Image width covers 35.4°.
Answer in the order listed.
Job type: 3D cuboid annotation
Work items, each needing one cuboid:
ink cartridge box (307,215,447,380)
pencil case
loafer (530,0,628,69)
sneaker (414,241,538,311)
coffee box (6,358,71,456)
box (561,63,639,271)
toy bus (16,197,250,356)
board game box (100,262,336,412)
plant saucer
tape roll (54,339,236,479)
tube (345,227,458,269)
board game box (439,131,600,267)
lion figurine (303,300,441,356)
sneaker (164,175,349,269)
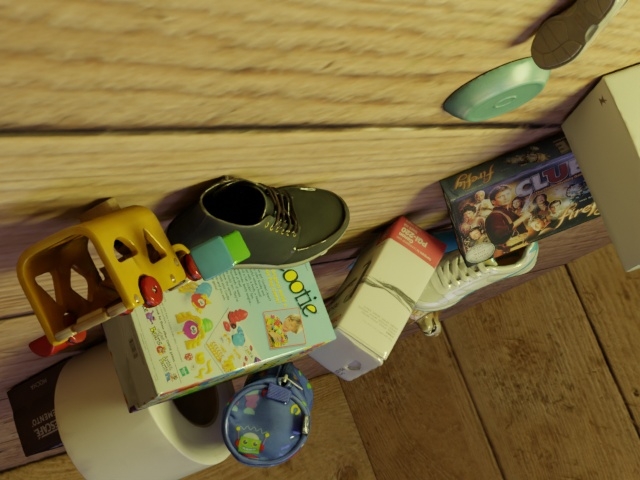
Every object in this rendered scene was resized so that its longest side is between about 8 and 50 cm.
[{"bbox_3d":[0.081,0.090,1.516,0.218,0.092,0.158,-60,-173,-27],"label":"ink cartridge box"},{"bbox_3d":[-0.072,0.250,1.497,0.133,0.119,0.306,-63,179,-1],"label":"pencil case"},{"bbox_3d":[0.232,-0.190,0.874,0.039,0.045,0.125,-23,168,-28],"label":"loafer"},{"bbox_3d":[0.238,0.041,1.606,0.228,0.087,0.092,-24,162,0],"label":"sneaker"},{"bbox_3d":[-0.365,0.267,1.739,0.168,0.119,0.297,-27,168,31],"label":"coffee box"},{"bbox_3d":[0.511,-0.128,1.225,0.345,0.215,0.168,-19,169,-8],"label":"box"},{"bbox_3d":[-0.184,0.017,0.913,0.191,0.104,0.202,-28,-176,-27],"label":"toy bus"},{"bbox_3d":[-0.144,0.125,1.405,0.275,0.144,0.142,-14,168,-30],"label":"board game box"},{"bbox_3d":[0.185,-0.150,1.026,0.119,0.021,0.119,-21,168,-4],"label":"plant saucer"},{"bbox_3d":[-0.262,0.254,1.543,0.169,0.246,0.246,-26,168,23],"label":"tape roll"},{"bbox_3d":[0.147,0.017,1.699,0.207,0.052,0.080,-10,156,-23],"label":"tube"},{"bbox_3d":[0.300,-0.065,1.405,0.243,0.042,0.165,-22,140,3],"label":"board game box"},{"bbox_3d":[0.049,0.157,2.021,0.392,0.142,0.240,-11,-178,26],"label":"lion figurine"},{"bbox_3d":[-0.045,-0.022,1.051,0.222,0.083,0.118,-13,166,-32],"label":"sneaker"}]
